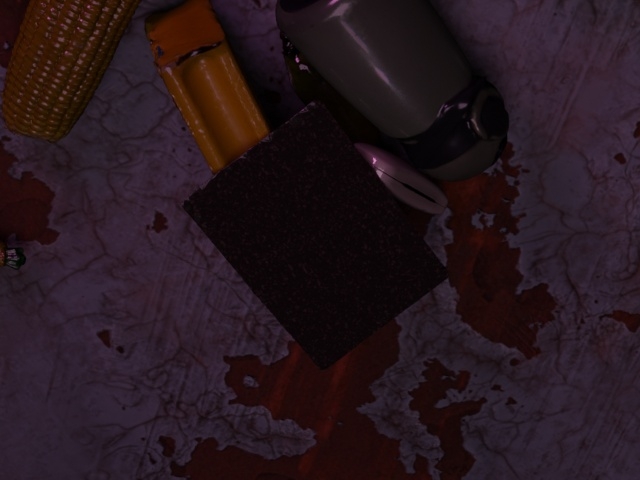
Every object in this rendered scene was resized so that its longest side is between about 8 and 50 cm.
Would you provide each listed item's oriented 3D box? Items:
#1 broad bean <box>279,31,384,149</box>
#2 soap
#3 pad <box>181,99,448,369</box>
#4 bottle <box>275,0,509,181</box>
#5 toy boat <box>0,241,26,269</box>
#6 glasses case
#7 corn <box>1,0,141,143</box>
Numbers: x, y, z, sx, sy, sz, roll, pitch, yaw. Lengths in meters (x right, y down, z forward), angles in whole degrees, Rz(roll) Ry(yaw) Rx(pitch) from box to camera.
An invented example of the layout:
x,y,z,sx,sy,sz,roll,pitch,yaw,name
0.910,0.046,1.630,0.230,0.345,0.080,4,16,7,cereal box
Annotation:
x,y,z,sx,sy,sz,roll,pitch,yaw,name
0.028,-0.162,1.957,0.077,0.061,0.339,-29,119,1,broad bean
-0.113,-0.145,1.888,0.096,0.204,0.324,-27,120,1,soap
0.000,0.000,1.874,0.220,0.004,0.330,-36,120,3,pad
0.106,-0.219,1.866,0.168,0.168,0.347,-34,121,19,bottle
-0.532,0.039,2.064,0.229,0.089,0.088,-22,105,9,toy boat
0.105,-0.081,1.951,0.204,0.081,0.051,25,98,-55,glasses case
-0.310,-0.273,1.851,0.131,0.131,0.344,22,120,-13,corn
